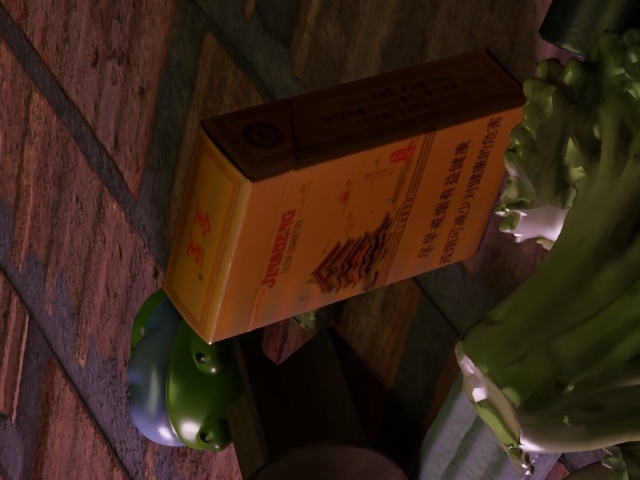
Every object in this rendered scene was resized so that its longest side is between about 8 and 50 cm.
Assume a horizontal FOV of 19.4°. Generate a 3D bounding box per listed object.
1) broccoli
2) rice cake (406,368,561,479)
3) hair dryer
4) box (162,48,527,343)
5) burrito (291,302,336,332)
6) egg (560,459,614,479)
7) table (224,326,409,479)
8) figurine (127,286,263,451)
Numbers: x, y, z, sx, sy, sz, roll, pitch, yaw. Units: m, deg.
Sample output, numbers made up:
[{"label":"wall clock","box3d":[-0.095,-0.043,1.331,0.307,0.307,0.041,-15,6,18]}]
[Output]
[{"label":"broccoli","box3d":[0.221,0.037,1.123,0.347,0.281,0.293,59,165,3]},{"label":"rice cake","box3d":[0.132,0.201,1.603,0.127,0.043,0.237,55,144,31]},{"label":"hair dryer","box3d":[0.190,-0.238,1.308,0.195,0.078,0.248,-66,26,12]},{"label":"box","box3d":[0.021,-0.037,1.460,0.076,0.274,0.174,48,140,33]},{"label":"burrito","box3d":[0.001,-0.001,1.742,0.058,0.045,0.188,25,124,23]},{"label":"egg","box3d":[0.203,0.285,1.365,0.196,0.196,0.271,48,146,40]},{"label":"table","box3d":[-0.020,0.183,1.724,0.226,0.167,0.167,-110,23,-55]},{"label":"figurine","box3d":[-0.138,0.126,1.948,0.263,0.143,0.162,-141,52,-70]}]
